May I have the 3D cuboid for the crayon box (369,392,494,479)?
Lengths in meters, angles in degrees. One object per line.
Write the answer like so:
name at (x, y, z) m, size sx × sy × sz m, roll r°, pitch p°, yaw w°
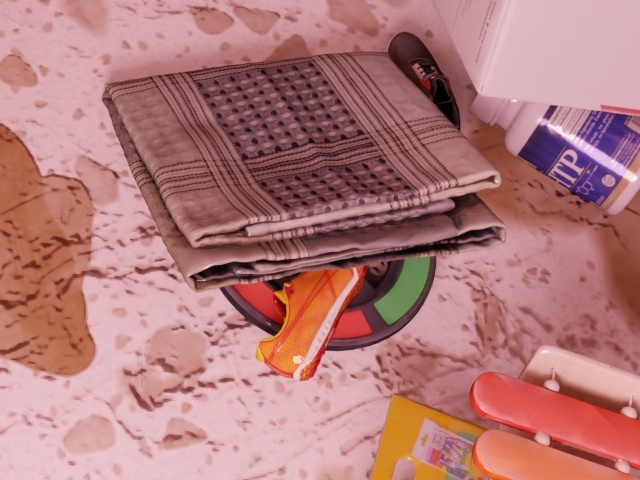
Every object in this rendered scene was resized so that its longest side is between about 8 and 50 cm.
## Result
crayon box at (0.176, 0.284, 1.274) m, size 0.323 × 0.083 × 0.203 m, roll 22°, pitch 55°, yaw -5°

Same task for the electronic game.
electronic game at (0.000, 0.000, 1.413) m, size 0.229 × 0.048 × 0.229 m, roll 8°, pitch 57°, yaw -13°

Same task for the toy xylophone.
toy xylophone at (0.222, 0.249, 1.210) m, size 0.236 × 0.081 × 0.323 m, roll 13°, pitch 57°, yaw -11°

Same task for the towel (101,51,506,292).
towel at (-0.019, -0.082, 1.384) m, size 0.312 × 0.056 × 0.324 m, roll -8°, pitch 39°, yaw -20°

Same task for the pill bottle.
pill bottle at (0.252, -0.118, 1.527) m, size 0.186 × 0.112 × 0.112 m, roll 32°, pitch 55°, yaw 4°

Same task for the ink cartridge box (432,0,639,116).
ink cartridge box at (0.260, -0.292, 1.530) m, size 0.279 × 0.160 × 0.385 m, roll 5°, pitch 35°, yaw -15°

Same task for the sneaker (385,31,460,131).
sneaker at (0.114, -0.159, 1.536) m, size 0.061 × 0.065 × 0.158 m, roll -8°, pitch 63°, yaw -22°

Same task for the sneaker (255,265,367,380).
sneaker at (-0.001, 0.042, 1.333) m, size 0.067 × 0.064 × 0.175 m, roll 27°, pitch 58°, yaw 9°
